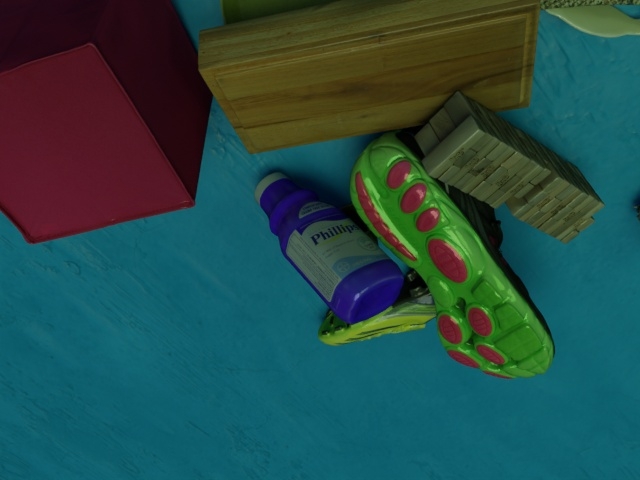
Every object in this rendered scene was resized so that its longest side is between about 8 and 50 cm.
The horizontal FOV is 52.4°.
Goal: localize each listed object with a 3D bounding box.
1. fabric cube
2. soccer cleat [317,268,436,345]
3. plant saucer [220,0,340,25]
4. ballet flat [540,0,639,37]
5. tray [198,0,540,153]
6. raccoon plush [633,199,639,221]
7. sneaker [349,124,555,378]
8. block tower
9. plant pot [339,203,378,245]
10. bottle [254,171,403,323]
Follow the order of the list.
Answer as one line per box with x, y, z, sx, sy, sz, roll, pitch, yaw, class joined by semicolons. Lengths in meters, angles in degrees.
-0.314;-0.189;0.854;0.259;0.258;0.254;-11;138;11;fabric cube
0.130;0.139;1.181;0.289;0.093;0.121;-27;121;20;soccer cleat
-0.016;-0.329;0.900;0.241;0.037;0.241;2;125;3;plant saucer
0.456;-0.336;0.814;0.483;0.164;0.182;4;147;8;ballet flat
0.069;-0.225;0.867;0.411;0.076;0.203;-9;154;10;tray
0.576;-0.126;0.886;0.299;0.216;0.446;-23;128;22;raccoon plush
0.239;0.023;1.015;0.185;0.202;0.483;-13;117;44;sneaker
0.279;-0.098;0.936;0.335;0.097;0.091;19;128;-38;block tower
0.059;-0.003;1.097;0.081;0.081;0.083;-21;132;17;plant pot
0.000;0.000;0.995;0.118;0.283;0.092;-18;140;-34;bottle
